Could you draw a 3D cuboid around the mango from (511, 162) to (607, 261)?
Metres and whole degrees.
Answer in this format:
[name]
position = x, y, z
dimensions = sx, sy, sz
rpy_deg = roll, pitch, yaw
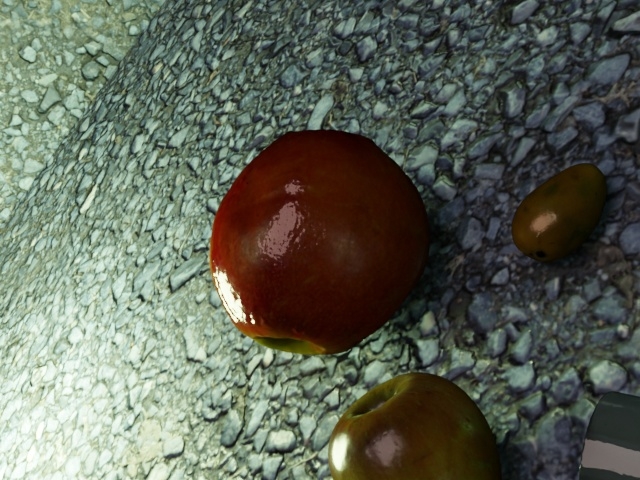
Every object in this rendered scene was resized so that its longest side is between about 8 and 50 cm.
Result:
[mango]
position = 0.342, -0.041, 1.227
dimensions = 0.163, 0.089, 0.111
rpy_deg = -41, 39, 5

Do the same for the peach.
[peach]
position = -0.002, -0.001, 1.392
dimensions = 0.373, 0.290, 0.372
rpy_deg = -19, 59, 35

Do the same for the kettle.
[kettle]
position = 0.426, 0.237, 0.916
dimensions = 0.243, 0.160, 0.210
rpy_deg = 2, 37, 37

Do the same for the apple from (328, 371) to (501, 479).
[apple]
position = 0.122, 0.293, 1.129
dimensions = 0.237, 0.207, 0.237
rpy_deg = -31, 5, 3
